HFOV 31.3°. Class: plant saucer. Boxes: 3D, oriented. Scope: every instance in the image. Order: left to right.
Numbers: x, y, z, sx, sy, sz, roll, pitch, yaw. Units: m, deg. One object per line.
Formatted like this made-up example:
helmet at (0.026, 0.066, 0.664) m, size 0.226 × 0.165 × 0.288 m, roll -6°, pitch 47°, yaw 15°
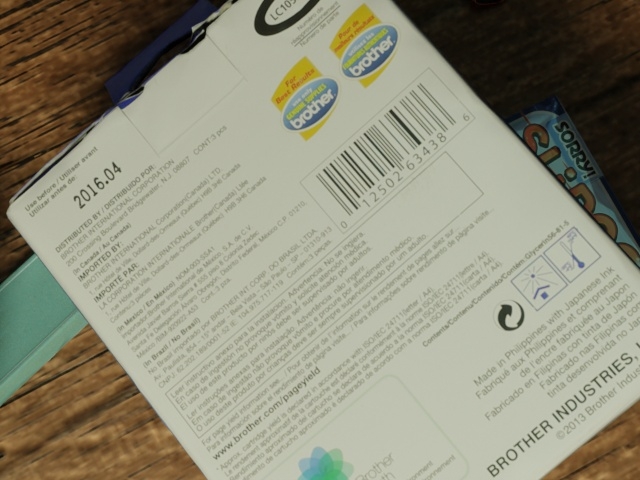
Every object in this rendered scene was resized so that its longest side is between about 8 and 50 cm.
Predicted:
plant saucer at (-0.229, 0.074, 0.802) m, size 0.192 × 0.018 × 0.067 m, roll -44°, pitch 79°, yaw -7°

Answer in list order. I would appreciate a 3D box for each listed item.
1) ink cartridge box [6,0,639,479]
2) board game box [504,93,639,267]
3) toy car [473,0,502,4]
ink cartridge box at (0.000, 0.000, 0.720) m, size 0.270 × 0.151 × 0.395 m, roll -41°, pitch 78°, yaw 4°
board game box at (0.152, 0.016, 0.795) m, size 0.136 × 0.035 × 0.201 m, roll -27°, pitch 77°, yaw -5°
toy car at (0.148, -0.225, 0.862) m, size 0.122 × 0.060 × 0.040 m, roll -32°, pitch 33°, yaw -22°
